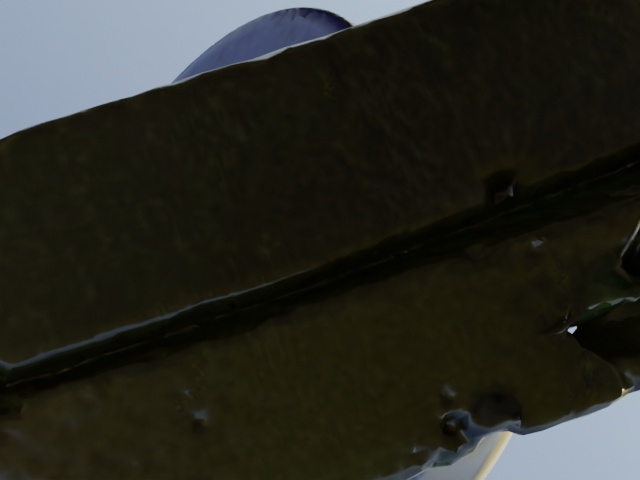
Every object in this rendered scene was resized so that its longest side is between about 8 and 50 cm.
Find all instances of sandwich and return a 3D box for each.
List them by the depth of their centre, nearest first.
[{"bbox_3d":[0.011,-0.003,0.527,0.292,0.109,0.212,-18,-174,-1],"label":"sandwich"}]

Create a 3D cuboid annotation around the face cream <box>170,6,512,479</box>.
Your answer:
[{"bbox_3d":[-0.009,0.025,0.733,0.111,0.206,0.206,31,-157,-31],"label":"face cream"}]
